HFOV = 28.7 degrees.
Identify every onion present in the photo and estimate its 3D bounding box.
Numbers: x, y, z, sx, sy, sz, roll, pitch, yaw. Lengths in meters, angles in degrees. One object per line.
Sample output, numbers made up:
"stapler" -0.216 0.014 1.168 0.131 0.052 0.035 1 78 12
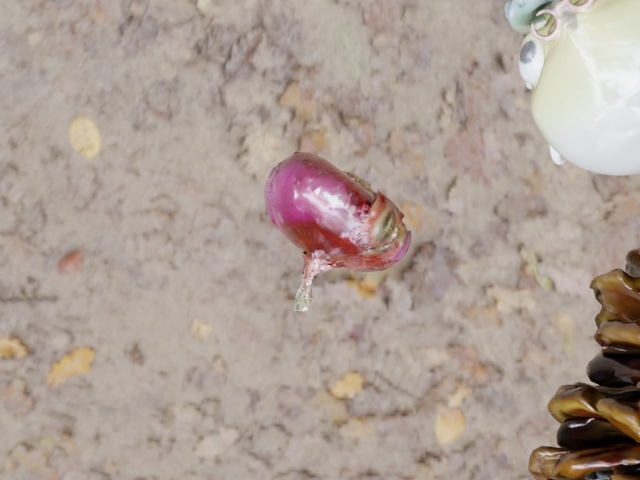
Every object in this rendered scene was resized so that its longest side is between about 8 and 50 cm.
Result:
"onion" 0.000 0.000 1.168 0.150 0.150 0.140 33 82 -15

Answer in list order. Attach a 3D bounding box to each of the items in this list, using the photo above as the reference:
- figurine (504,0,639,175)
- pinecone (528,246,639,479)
"figurine" 0.238 -0.245 1.182 0.226 0.274 0.394 -41 74 22
"pinecone" 0.154 0.069 0.443 0.173 0.174 0.174 1 119 2
